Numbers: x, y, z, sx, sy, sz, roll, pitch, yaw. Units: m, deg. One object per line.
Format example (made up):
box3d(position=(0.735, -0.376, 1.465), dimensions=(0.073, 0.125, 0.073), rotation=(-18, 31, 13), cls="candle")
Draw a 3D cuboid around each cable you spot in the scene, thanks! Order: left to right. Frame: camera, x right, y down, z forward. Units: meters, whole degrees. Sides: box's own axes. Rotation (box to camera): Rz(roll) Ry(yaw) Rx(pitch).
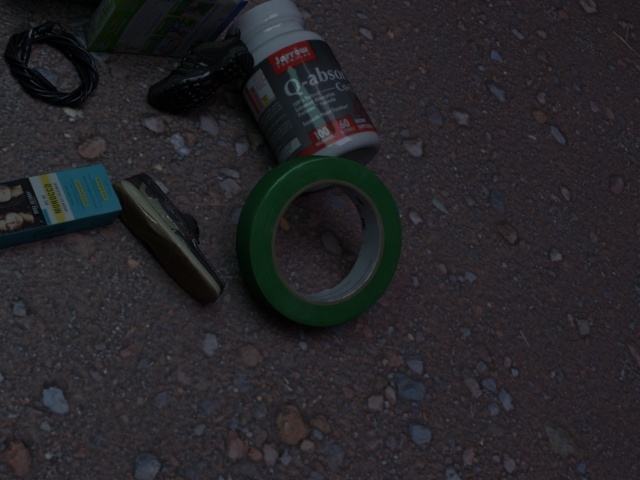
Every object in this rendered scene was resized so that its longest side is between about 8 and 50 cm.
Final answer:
box3d(position=(-0.509, -0.333, 1.820), dimensions=(0.150, 0.047, 0.184), rotation=(-26, 80, -38), cls="cable")

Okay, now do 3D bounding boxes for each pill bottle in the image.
box3d(position=(-0.045, -0.300, 1.976), dimensions=(0.210, 0.210, 0.363), rotation=(-19, 75, -37), cls="pill bottle")

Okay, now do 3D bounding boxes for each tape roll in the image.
box3d(position=(0.000, 0.000, 1.817), dimensions=(0.321, 0.077, 0.321), rotation=(-5, 100, -27), cls="tape roll")

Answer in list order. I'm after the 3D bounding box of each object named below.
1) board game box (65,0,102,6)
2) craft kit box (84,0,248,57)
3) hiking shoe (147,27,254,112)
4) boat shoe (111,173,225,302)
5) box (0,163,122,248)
box3d(position=(-0.426, -0.530, 1.841), dimensions=(0.336, 0.254, 0.079), rotation=(2, 83, -31), cls="board game box")
box3d(position=(-0.305, -0.440, 1.872), dimensions=(0.246, 0.250, 0.061), rotation=(-5, 75, -34), cls="craft kit box")
box3d(position=(-0.245, -0.341, 1.920), dimensions=(0.227, 0.086, 0.114), rotation=(-24, 52, 3), cls="hiking shoe")
box3d(position=(-0.266, -0.012, 1.753), dimensions=(0.285, 0.103, 0.092), rotation=(46, 55, 7), cls="boat shoe")
box3d(position=(-0.482, -0.060, 1.674), dimensions=(0.244, 0.060, 0.100), rotation=(-16, 73, -36), cls="box")
